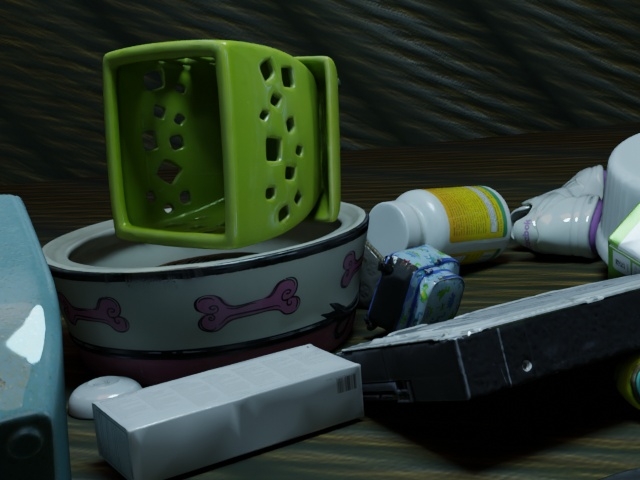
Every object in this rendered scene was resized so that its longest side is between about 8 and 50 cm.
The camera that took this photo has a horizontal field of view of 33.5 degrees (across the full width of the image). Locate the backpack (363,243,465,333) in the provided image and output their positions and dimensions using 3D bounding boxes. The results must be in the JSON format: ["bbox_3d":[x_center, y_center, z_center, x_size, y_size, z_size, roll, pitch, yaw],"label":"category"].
[{"bbox_3d":[0.124,0.064,1.288,0.084,0.105,0.114,29,29,30],"label":"backpack"}]

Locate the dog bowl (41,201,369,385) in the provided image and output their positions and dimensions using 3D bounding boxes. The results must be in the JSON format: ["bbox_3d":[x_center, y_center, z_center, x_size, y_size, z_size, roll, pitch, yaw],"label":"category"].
[{"bbox_3d":[-0.135,0.057,1.323,0.408,0.150,0.408,-6,13,1],"label":"dog bowl"}]

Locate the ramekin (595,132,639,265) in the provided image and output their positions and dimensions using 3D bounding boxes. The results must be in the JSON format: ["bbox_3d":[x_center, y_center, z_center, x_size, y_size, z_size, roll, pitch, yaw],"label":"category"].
[{"bbox_3d":[0.506,-0.051,1.403,0.277,0.135,0.277,-5,28,3],"label":"ramekin"}]

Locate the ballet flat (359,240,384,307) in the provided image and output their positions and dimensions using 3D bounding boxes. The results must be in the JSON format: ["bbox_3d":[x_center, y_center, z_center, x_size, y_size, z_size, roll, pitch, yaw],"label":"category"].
[{"bbox_3d":[0.018,0.012,1.476,0.250,0.084,0.058,33,18,33],"label":"ballet flat"}]

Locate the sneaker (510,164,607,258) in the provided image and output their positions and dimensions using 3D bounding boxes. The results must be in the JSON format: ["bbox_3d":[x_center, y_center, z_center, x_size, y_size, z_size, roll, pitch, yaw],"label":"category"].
[{"bbox_3d":[0.378,-0.052,1.671,0.152,0.114,0.305,0,13,20],"label":"sneaker"}]

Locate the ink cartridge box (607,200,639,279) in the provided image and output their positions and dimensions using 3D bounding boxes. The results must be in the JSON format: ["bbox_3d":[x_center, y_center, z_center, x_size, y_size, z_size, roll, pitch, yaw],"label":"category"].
[{"bbox_3d":[0.471,0.023,1.157,0.255,0.097,0.189,37,75,30],"label":"ink cartridge box"}]

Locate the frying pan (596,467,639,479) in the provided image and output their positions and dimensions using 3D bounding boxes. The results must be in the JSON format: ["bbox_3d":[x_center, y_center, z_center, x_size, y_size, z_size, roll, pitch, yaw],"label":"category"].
[{"bbox_3d":[0.276,0.173,0.659,0.326,0.053,0.197,-16,-2,36],"label":"frying pan"}]

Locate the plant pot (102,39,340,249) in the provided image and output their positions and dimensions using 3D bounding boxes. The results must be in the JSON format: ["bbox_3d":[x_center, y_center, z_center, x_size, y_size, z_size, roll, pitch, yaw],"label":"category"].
[{"bbox_3d":[-0.103,-0.116,1.247,0.207,0.227,0.228,-9,10,-44],"label":"plant pot"}]

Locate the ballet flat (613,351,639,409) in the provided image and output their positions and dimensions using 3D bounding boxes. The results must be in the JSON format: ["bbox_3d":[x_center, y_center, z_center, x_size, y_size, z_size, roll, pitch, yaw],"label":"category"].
[{"bbox_3d":[0.384,0.114,0.998,0.231,0.077,0.077,-9,-2,-6],"label":"ballet flat"}]

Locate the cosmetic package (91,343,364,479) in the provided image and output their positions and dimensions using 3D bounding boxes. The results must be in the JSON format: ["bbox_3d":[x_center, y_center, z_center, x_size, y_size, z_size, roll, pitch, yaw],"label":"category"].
[{"bbox_3d":[-0.085,0.162,1.010,0.239,0.060,0.099,-12,15,-29],"label":"cosmetic package"}]

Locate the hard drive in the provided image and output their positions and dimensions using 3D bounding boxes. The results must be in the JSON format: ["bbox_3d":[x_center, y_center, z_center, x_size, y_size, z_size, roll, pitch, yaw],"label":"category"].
[{"bbox_3d":[0.213,0.091,1.052,0.339,0.064,0.237,-12,-3,-25],"label":"hard drive"}]

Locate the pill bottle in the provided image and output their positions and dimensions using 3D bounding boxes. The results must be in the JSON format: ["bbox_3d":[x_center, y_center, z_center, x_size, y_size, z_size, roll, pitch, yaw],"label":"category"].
[{"bbox_3d":[0.170,-0.018,1.549,0.208,0.117,0.118,-6,9,-40],"label":"pill bottle"}]

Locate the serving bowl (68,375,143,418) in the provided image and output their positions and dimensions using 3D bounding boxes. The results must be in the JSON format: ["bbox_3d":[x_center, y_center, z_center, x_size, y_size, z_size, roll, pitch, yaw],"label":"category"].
[{"bbox_3d":[-0.232,0.165,1.147,0.083,0.027,0.083,-6,12,1],"label":"serving bowl"}]

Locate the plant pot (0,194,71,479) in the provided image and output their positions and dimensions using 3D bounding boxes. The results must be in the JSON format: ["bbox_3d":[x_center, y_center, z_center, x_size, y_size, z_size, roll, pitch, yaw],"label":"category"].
[{"bbox_3d":[-0.307,0.141,0.818,0.247,0.247,0.252,-12,31,-28],"label":"plant pot"}]
